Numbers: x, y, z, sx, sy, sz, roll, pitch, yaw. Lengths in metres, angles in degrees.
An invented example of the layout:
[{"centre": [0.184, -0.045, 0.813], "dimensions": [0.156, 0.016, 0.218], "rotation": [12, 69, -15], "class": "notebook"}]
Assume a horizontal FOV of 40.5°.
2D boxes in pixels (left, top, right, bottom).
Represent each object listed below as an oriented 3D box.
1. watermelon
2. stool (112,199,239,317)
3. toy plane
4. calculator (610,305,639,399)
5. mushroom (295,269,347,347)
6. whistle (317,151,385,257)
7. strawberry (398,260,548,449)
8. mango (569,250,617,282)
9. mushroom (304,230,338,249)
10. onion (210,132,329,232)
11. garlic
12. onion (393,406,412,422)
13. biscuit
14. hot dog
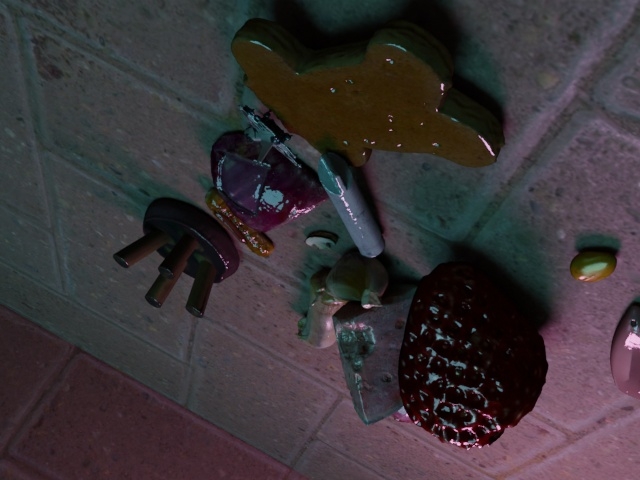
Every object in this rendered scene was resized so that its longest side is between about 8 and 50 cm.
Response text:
[{"centre": [0.113, 0.231, 1.897], "dimensions": [0.226, 0.318, 0.148], "rotation": [19, -178, -28], "class": "watermelon"}, {"centre": [-0.353, 0.049, 2.140], "dimensions": [0.272, 0.178, 0.272], "rotation": [23, 149, 15], "class": "stool"}, {"centre": [-0.099, -0.199, 1.587], "dimensions": [0.160, 0.082, 0.234], "rotation": [44, -173, -22], "class": "toy plane"}, {"centre": [0.661, 0.246, 1.652], "dimensions": [0.220, 0.048, 0.330], "rotation": [14, 149, 24], "class": "calculator"}, {"centre": [0.007, 0.179, 2.112], "dimensions": [0.123, 0.095, 0.351], "rotation": [46, 153, 13], "class": "mushroom"}, {"centre": [0.061, -0.061, 1.655], "dimensions": [0.062, 0.062, 0.312], "rotation": [15, 158, 26], "class": "whistle"}, {"centre": [0.296, 0.206, 1.704], "dimensions": [0.295, 0.317, 0.345], "rotation": [43, 153, 54], "class": "strawberry"}, {"centre": [0.475, 0.044, 1.506], "dimensions": [0.060, 0.046, 0.089], "rotation": [40, 145, -16], "class": "mango"}, {"centre": [0.000, 0.000, 1.903], "dimensions": [0.101, 0.019, 0.049], "rotation": [-5, 135, 50], "class": "mushroom"}, {"centre": [-0.135, -0.100, 1.783], "dimensions": [0.247, 0.111, 0.250], "rotation": [37, 152, -15], "class": "onion"}, {"centre": [0.063, 0.091, 1.875], "dimensions": [0.198, 0.129, 0.090], "rotation": [-2, 145, 46], "class": "garlic"}, {"centre": [0.154, 0.337, 2.127], "dimensions": [0.283, 0.120, 0.227], "rotation": [46, -179, 12], "class": "onion"}, {"centre": [0.066, -0.241, 1.386], "dimensions": [0.394, 0.076, 0.368], "rotation": [5, 154, 41], "class": "biscuit"}, {"centre": [-0.192, -0.034, 1.999], "dimensions": [0.066, 0.047, 0.216], "rotation": [-3, 137, 49], "class": "hot dog"}]
